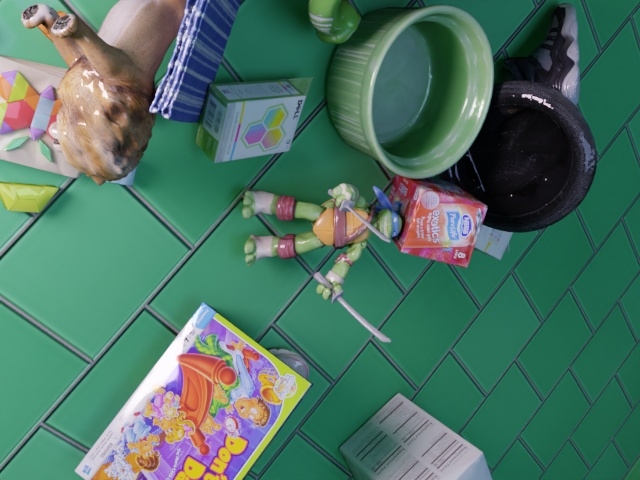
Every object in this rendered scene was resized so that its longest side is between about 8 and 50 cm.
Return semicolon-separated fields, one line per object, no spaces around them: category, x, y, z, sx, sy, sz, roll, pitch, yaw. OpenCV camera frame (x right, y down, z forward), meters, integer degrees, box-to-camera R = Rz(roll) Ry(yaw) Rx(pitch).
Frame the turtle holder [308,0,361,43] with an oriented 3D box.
turtle holder;0.064;-0.478;1.183;0.227;0.243;0.320;-45;122;-65

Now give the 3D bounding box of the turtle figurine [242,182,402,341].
turtle figurine;0.000;0.000;1.310;0.198;0.266;0.275;81;14;-57

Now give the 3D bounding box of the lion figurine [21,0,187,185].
lion figurine;-0.255;-0.284;1.063;0.392;0.142;0.240;-61;145;-17

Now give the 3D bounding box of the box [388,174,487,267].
box;0.205;-0.047;1.463;0.128;0.257;0.123;14;102;-7

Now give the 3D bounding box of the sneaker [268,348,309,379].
sneaker;-0.117;0.286;1.460;0.252;0.111;0.103;-17;119;-33

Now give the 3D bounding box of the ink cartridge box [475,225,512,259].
ink cartridge box;0.353;-0.024;1.719;0.143;0.092;0.090;22;94;-44

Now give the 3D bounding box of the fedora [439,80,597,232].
fedora;0.403;-0.178;1.561;0.152;0.334;0.334;-32;128;-45

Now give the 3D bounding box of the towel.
towel;-0.156;-0.332;1.113;0.040;0.243;0.336;20;98;0

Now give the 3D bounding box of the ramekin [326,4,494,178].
ramekin;0.156;-0.275;1.410;0.303;0.148;0.303;-17;119;-33

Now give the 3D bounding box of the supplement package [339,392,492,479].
supplement package;0.219;0.520;1.732;0.198;0.262;0.199;-39;129;-19

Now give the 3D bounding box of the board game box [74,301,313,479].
board game box;-0.207;0.314;1.322;0.347;0.233;0.078;-54;172;-8

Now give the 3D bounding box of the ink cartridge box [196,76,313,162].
ink cartridge box;-0.091;-0.199;1.272;0.209;0.062;0.109;-14;138;-39

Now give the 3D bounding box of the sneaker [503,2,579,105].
sneaker;0.462;-0.391;1.641;0.101;0.153;0.269;62;32;-54

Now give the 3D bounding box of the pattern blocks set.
pattern blocks set;-0.394;-0.176;1.091;0.325;0.026;0.285;-5;112;-38
